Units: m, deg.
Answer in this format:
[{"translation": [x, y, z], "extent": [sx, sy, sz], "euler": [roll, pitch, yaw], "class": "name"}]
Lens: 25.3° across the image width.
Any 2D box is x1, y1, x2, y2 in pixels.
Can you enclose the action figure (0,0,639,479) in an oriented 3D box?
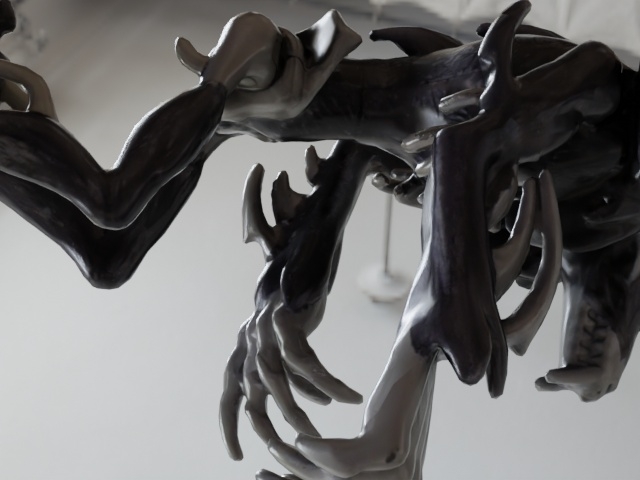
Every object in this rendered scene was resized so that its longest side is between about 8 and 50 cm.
[{"translation": [0.000, 0.000, 0.386], "extent": [0.275, 0.164, 0.141], "euler": [9, -98, -4], "class": "action figure"}]
